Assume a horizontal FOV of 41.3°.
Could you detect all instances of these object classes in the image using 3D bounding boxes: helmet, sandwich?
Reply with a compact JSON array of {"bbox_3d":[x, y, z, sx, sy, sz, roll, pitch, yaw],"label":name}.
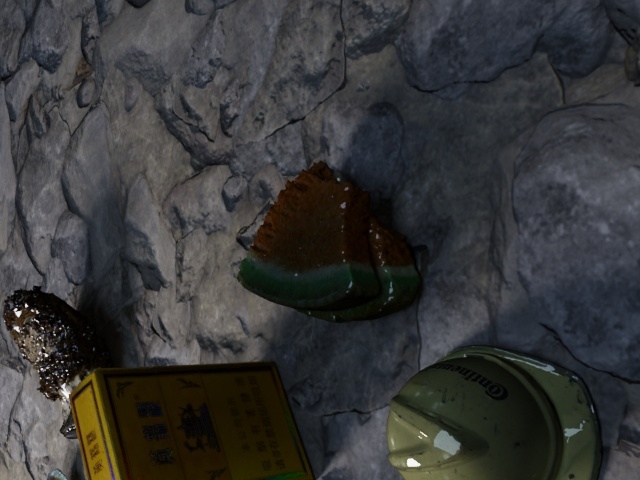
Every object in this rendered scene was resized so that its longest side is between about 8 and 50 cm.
[{"bbox_3d":[0.160,0.218,0.944,0.257,0.137,0.204,-9,79,44],"label":"helmet"},{"bbox_3d":[0.004,0.013,1.148,0.292,0.109,0.212,31,108,43],"label":"sandwich"}]

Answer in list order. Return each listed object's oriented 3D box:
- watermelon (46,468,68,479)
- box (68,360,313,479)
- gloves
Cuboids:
[{"bbox_3d":[-0.526,0.539,1.621,0.071,0.139,0.187,118,142,-68],"label":"watermelon"},{"bbox_3d":[-0.171,0.270,1.156,0.084,0.301,0.193,-43,57,36],"label":"box"},{"bbox_3d":[-0.477,0.217,1.588,0.312,0.135,0.210,61,149,6],"label":"gloves"}]
